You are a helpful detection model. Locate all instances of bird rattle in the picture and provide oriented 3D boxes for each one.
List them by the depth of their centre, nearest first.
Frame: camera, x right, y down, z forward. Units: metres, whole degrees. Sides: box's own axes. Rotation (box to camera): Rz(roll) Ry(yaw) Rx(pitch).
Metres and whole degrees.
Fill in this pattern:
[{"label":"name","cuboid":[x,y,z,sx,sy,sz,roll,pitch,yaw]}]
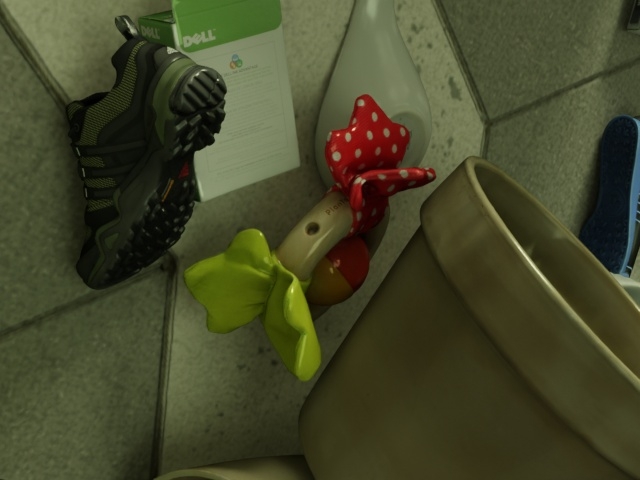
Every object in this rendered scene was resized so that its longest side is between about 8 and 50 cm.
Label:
[{"label":"bird rattle","cuboid":[0.000,0.000,0.945,0.253,0.143,0.207,-56,165,-12]}]

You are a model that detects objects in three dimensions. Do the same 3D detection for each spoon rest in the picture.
[{"label":"spoon rest","cuboid":[0.065,-0.167,0.986,0.137,0.084,0.276,-7,122,-34]}]

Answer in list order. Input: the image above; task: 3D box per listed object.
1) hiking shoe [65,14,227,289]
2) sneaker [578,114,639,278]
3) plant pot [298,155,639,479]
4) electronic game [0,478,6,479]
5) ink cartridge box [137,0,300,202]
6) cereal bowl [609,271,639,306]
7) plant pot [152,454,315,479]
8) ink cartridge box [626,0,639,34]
[{"label":"hiking shoe","cuboid":[-0.159,-0.066,0.836,0.086,0.114,0.227,-20,144,-55]},{"label":"sneaker","cuboid":[0.382,-0.036,1.256,0.090,0.081,0.232,3,103,-33]},{"label":"plant pot","cuboid":[0.141,0.132,0.916,0.280,0.323,0.323,-43,132,18]},{"label":"electronic game","cuboid":[-0.246,0.249,0.622,0.229,0.048,0.229,-12,111,-33]},{"label":"ink cartridge box","cuboid":[-0.088,-0.149,0.870,0.109,0.062,0.209,-22,118,-32]},{"label":"cereal bowl","cuboid":[0.265,0.186,1.195,0.339,0.141,0.339,-12,112,-31]},{"label":"plant pot","cuboid":[-0.011,0.312,0.987,0.274,0.256,0.257,-8,110,-53]},{"label":"ink cartridge box","cuboid":[0.485,-0.326,1.219,0.206,0.045,0.208,11,98,-15]}]
